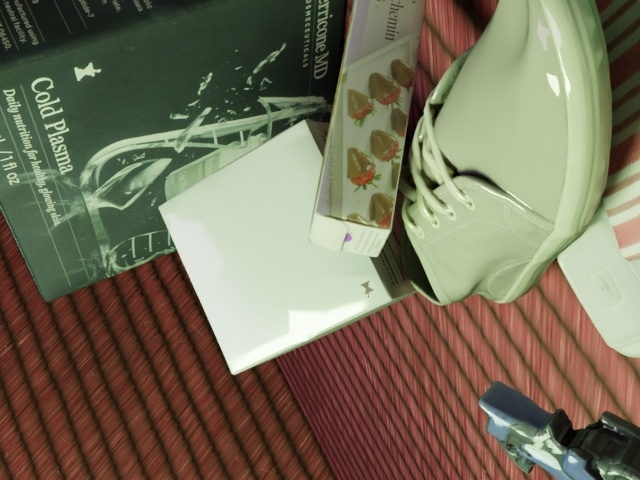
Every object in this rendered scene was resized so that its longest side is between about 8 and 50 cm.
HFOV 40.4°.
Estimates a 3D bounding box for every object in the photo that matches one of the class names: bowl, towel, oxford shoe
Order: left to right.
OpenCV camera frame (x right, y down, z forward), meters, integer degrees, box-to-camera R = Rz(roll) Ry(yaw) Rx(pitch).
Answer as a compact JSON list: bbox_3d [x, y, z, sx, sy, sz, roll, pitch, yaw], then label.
[{"bbox_3d":[0.129,-0.055,0.696,0.449,0.130,0.169,86,179,-67],"label":"oxford shoe"},{"bbox_3d":[0.248,0.028,0.695,0.142,0.053,0.142,62,164,13],"label":"bowl"},{"bbox_3d":[0.225,-0.093,0.588,0.144,0.029,0.197,133,123,-71],"label":"towel"}]

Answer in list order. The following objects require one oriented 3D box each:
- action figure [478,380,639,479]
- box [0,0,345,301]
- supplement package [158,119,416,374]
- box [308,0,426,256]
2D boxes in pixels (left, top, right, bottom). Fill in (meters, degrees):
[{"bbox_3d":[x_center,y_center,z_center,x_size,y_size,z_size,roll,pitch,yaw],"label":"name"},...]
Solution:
[{"bbox_3d":[0.280,0.179,0.595,0.341,0.178,0.330,33,146,19],"label":"action figure"},{"bbox_3d":[-0.246,-0.220,1.184,0.297,0.471,0.480,58,162,26],"label":"box"},{"bbox_3d":[0.000,0.000,0.978,0.198,0.199,0.262,65,-157,6],"label":"supplement package"},{"bbox_3d":[0.049,-0.146,0.756,0.067,0.063,0.324,111,171,-68],"label":"box"}]
